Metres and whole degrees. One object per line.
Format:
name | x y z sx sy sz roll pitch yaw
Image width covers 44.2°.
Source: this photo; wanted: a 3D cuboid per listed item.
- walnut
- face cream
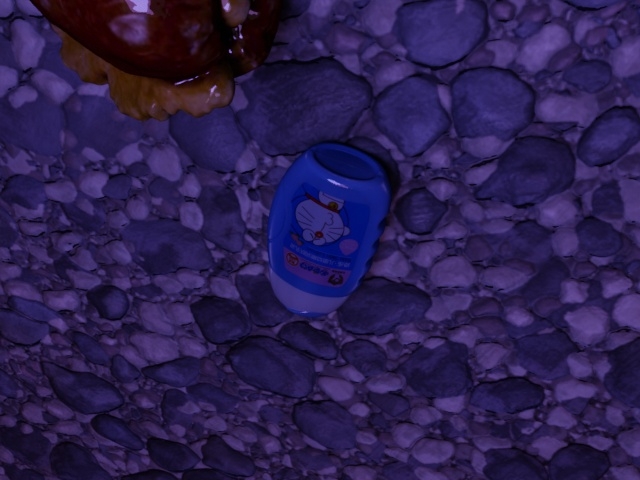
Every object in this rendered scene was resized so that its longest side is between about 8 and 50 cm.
walnut | -0.187 -0.255 0.827 0.269 0.221 0.244 24 124 21
face cream | 0.000 0.000 1.031 0.149 0.083 0.264 22 131 7
